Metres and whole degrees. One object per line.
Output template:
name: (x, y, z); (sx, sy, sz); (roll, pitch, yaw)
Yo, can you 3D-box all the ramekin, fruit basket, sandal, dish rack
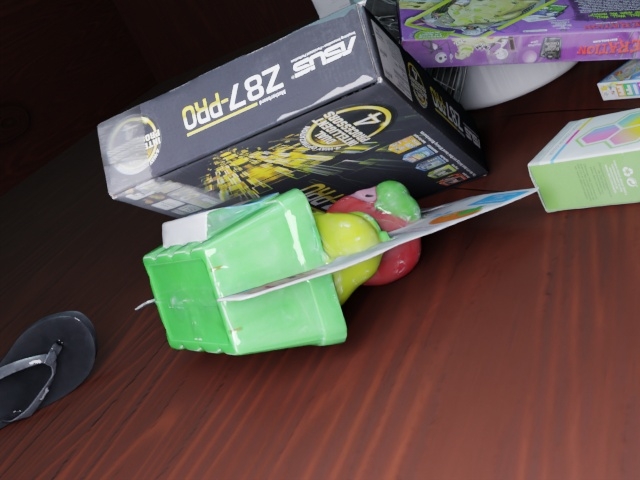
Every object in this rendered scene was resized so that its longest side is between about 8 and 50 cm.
ramekin: (0.294, -0.323, 1.476); (0.277, 0.135, 0.277); (-24, 19, 9)
fruit basket: (0.000, 0.000, 0.979); (0.353, 0.165, 0.327); (-27, 9, -27)
sandal: (-0.380, 0.186, 1.128); (0.254, 0.097, 0.054); (-37, 18, 3)
dish rack: (0.138, -0.258, 1.380); (0.074, 0.208, 0.271); (-6, 31, -30)

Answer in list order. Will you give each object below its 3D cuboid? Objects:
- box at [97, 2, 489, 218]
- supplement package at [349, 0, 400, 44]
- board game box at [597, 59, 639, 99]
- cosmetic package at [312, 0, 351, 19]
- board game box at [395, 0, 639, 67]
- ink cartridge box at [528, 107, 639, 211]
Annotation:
box: (-0.010, -0.105, 1.055); (0.318, 0.097, 0.395); (-18, -16, 21)
supplement package: (0.186, -0.408, 1.732); (0.194, 0.203, 0.149); (-25, 19, 4)
board game box: (0.455, -0.234, 1.195); (0.154, 0.026, 0.103); (-35, 20, -23)
cosmetic package: (0.183, -0.526, 1.922); (0.377, 0.284, 0.097); (-20, 19, 18)
board game box: (0.278, -0.305, 1.234); (0.347, 0.056, 0.208); (-1, 33, 3)
ink cartridge box: (0.333, -0.090, 0.927); (0.209, 0.062, 0.109); (-5, 28, 46)
